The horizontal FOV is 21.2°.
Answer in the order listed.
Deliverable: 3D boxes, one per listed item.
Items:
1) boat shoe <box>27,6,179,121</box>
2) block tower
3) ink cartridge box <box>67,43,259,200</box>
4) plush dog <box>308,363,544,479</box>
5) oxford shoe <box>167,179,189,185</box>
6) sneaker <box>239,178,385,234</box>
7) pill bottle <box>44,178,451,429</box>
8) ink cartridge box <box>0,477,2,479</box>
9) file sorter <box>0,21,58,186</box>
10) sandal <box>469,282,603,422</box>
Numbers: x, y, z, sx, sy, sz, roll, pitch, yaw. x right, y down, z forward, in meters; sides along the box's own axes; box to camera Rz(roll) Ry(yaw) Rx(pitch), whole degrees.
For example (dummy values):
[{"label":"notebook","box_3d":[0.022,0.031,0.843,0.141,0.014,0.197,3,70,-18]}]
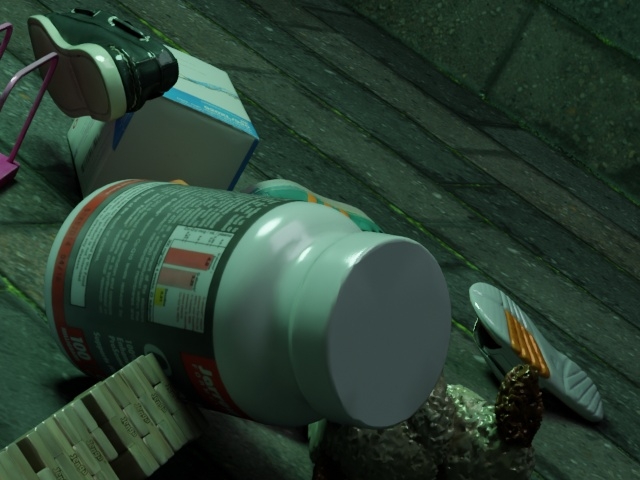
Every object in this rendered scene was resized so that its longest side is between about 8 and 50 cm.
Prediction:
[{"label":"boat shoe","box_3d":[-0.260,-0.221,2.052,0.113,0.127,0.340,-22,16,-19]},{"label":"block tower","box_3d":[-0.206,0.186,1.414,0.097,0.091,0.335,57,20,1]},{"label":"ink cartridge box","box_3d":[-0.206,-0.136,2.198,0.168,0.171,0.232,22,19,-23]},{"label":"plush dog","box_3d":[0.109,0.202,1.729,0.225,0.262,0.210,15,53,-8]},{"label":"oxford shoe","box_3d":[-0.174,0.022,1.902,0.133,0.130,0.364,38,20,5]},{"label":"sneaker","box_3d":[0.000,0.000,2.231,0.302,0.108,0.121,9,22,-48]},{"label":"pill bottle","box_3d":[-0.072,0.060,1.605,0.363,0.210,0.210,9,1,42]},{"label":"ink cartridge box","box_3d":[-0.324,0.176,1.260,0.045,0.145,0.179,55,-10,-29]},{"label":"file sorter","box_3d":[-0.472,-0.192,1.952,0.291,0.182,0.202,28,18,0]},{"label":"sandal","box_3d":[0.267,0.167,2.243,0.265,0.076,0.102,43,27,-22]}]
